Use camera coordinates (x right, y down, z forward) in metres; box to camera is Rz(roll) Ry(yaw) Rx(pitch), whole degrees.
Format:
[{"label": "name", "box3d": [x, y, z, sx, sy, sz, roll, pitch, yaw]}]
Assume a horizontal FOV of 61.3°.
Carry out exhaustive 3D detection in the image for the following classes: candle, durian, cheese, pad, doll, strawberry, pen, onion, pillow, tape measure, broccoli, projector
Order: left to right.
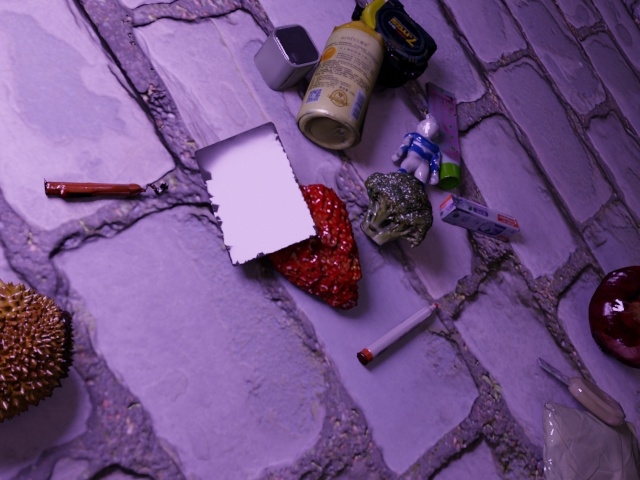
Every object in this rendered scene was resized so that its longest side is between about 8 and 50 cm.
[{"label": "durian", "box3d": [-0.359, 0.120, 0.593, 0.168, 0.137, 0.158, -22, 105, -28]}, {"label": "candle", "box3d": [-0.302, -0.072, 0.774, 0.167, 0.021, 0.026, -3, 52, -33]}, {"label": "pad", "box3d": [-0.104, -0.077, 0.846, 0.143, 0.003, 0.211, -21, 73, 0]}, {"label": "projector", "box3d": [-0.062, -0.338, 0.998, 0.083, 0.082, 0.083, -27, 87, -37]}, {"label": "strawberry", "box3d": [-0.009, 0.009, 0.880, 0.174, 0.098, 0.228, -14, 77, -34]}, {"label": "tape measure", "box3d": [0.139, -0.417, 1.146, 0.199, 0.112, 0.186, 42, 47, -5]}, {"label": "broccoli", "box3d": [0.141, -0.053, 0.982, 0.162, 0.138, 0.146, 44, 9, 30]}, {"label": "pen", "box3d": [0.145, 0.160, 0.965, 0.218, 0.026, 0.026, -26, 86, -37]}, {"label": "doll", "box3d": [0.205, -0.173, 1.123, 0.114, 0.057, 0.227, 31, 66, -12]}, {"label": "cheese", "box3d": [0.534, 0.305, 1.121, 0.192, 0.037, 0.097, 36, 18, 8]}, {"label": "pillow", "box3d": [0.547, 0.477, 1.063, 0.281, 0.076, 0.274, 20, 63, -25]}, {"label": "onion", "box3d": [0.743, 0.170, 1.228, 0.252, 0.219, 0.252, 6, 75, -25]}]

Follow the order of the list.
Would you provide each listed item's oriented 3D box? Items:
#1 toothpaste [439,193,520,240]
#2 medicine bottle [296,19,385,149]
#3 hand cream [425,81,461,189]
[{"label": "toothpaste", "box3d": [0.345, -0.047, 1.169, 0.196, 0.047, 0.040, 15, 49, -27]}, {"label": "medicine bottle", "box3d": [0.043, -0.295, 1.010, 0.124, 0.124, 0.238, 28, 66, -21]}, {"label": "hand cream", "box3d": [0.277, -0.241, 1.208, 0.079, 0.050, 0.275, 38, 45, -46]}]
